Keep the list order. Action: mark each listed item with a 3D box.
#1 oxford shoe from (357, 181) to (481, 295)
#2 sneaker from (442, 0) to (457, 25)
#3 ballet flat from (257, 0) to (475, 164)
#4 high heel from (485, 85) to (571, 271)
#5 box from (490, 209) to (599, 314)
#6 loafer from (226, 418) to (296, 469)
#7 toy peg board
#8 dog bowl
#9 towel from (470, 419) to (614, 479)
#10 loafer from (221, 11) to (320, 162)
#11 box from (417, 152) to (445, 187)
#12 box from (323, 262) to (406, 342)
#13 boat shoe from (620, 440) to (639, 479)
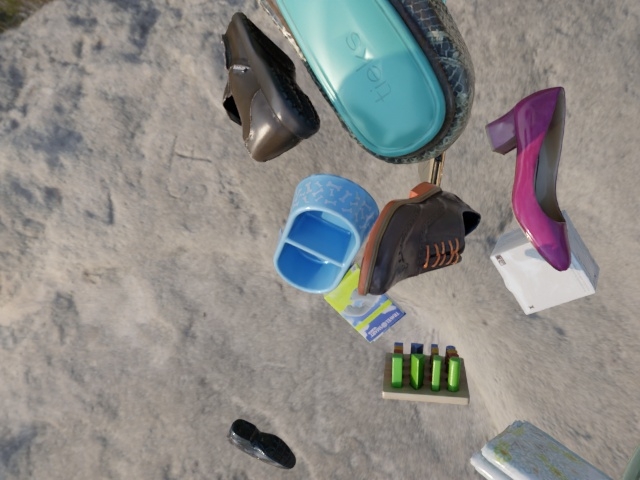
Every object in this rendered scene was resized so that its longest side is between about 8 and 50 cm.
[{"bbox_3d":[0.131,-0.002,0.819,0.098,0.271,0.096,22,125,21],"label":"oxford shoe"},{"bbox_3d":[0.177,-0.472,1.173,0.110,0.275,0.107,-17,51,13],"label":"sneaker"},{"bbox_3d":[-0.016,-0.289,0.568,0.164,0.182,0.482,-26,108,34],"label":"ballet flat"},{"bbox_3d":[0.489,-0.132,1.362,0.181,0.127,0.377,-30,76,38],"label":"high heel"},{"bbox_3d":[0.536,0.054,1.545,0.182,0.119,0.181,-26,104,37],"label":"box"},{"bbox_3d":[-0.135,0.470,1.471,0.170,0.062,0.061,33,128,2],"label":"loafer"},{"bbox_3d":[0.205,0.238,1.261,0.161,0.160,0.079,3,108,7],"label":"toy peg board"},{"bbox_3d":[0.000,0.000,1.229,0.166,0.297,0.074,25,52,-1],"label":"dog bowl"},{"bbox_3d":[0.550,0.568,1.477,0.374,0.321,0.090,33,106,29],"label":"towel"},{"bbox_3d":[-0.070,-0.155,0.642,0.078,0.080,0.220,-41,38,17],"label":"loafer"},{"bbox_3d":[0.213,-0.179,1.230,0.021,0.201,0.164,5,113,1],"label":"box"},{"bbox_3d":[0.105,0.150,1.477,0.109,0.042,0.178,-42,106,11],"label":"box"},{"bbox_3d":[0.249,0.229,0.436,0.113,0.103,0.302,14,89,27],"label":"boat shoe"}]
